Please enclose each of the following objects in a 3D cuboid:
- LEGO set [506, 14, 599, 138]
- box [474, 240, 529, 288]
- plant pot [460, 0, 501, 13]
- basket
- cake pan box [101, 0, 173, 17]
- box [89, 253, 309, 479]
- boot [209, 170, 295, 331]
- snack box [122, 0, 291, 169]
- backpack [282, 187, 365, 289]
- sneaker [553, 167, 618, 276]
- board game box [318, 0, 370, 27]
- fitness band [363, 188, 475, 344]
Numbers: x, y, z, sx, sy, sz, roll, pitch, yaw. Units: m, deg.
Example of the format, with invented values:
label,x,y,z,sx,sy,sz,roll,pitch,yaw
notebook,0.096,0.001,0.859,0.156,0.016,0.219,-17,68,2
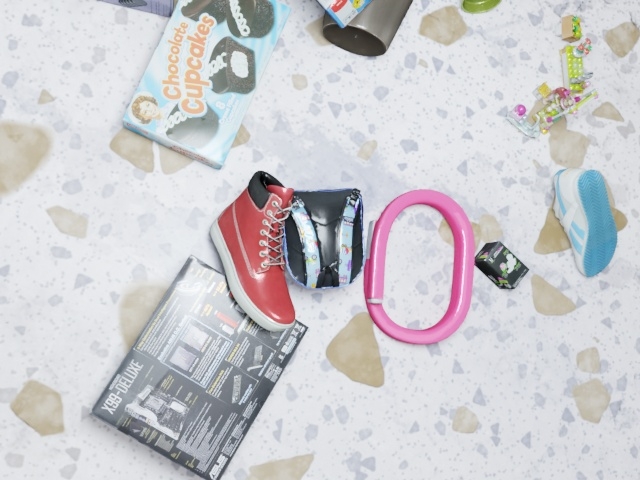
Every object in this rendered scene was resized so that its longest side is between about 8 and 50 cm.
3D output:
label,x,y,z,sx,sy,sz,roll,pitch,yaw
LEGO set,0.499,-0.327,1.414,0.132,0.107,0.287,34,78,-9
box,0.345,0.048,1.361,0.083,0.062,0.052,43,78,-7
plant pot,0.315,-0.510,1.407,0.083,0.083,0.079,-2,73,-14
basket,0.098,-0.472,1.310,0.204,0.154,0.227,18,84,-11
cake pan box,-0.353,-0.454,1.130,0.245,0.267,0.070,8,87,-11
box,-0.201,0.216,1.199,0.242,0.076,0.308,32,78,-9
boot,-0.080,0.012,1.160,0.088,0.176,0.244,0,53,-48
snack box,-0.199,-0.310,1.260,0.187,0.060,0.322,24,79,-11
backpack,0.000,0.000,1.250,0.158,0.117,0.174,-4,85,-15
sneaker,0.522,-0.038,1.407,0.087,0.092,0.229,-20,109,-17
board game box,0.045,-0.584,1.215,0.302,0.086,0.308,-41,71,11
fitness band,0.188,0.049,1.327,0.208,0.054,0.291,7,84,-14
